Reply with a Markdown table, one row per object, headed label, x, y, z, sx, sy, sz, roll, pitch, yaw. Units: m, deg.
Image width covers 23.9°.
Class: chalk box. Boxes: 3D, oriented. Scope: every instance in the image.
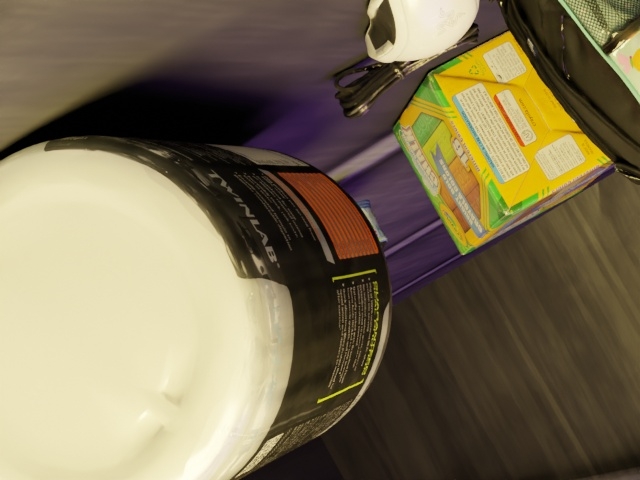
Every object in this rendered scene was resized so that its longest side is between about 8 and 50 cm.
| label | x | y | z | sx | sy | sz | roll | pitch | yaw |
| --- | --- | --- | --- | --- | --- | --- | --- | --- | --- |
| chalk box | 0.153 | -0.081 | 1.276 | 0.132 | 0.132 | 0.213 | -28 | 172 | -13 |

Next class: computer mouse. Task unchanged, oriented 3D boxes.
| label | x | y | z | sx | sy | sz | roll | pitch | yaw |
| --- | --- | --- | --- | --- | --- | --- | --- | --- | --- |
| computer mouse | 0.061 | -0.127 | 0.934 | 0.106 | 0.042 | 0.193 | -28 | 173 | -5 |

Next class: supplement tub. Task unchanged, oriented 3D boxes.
| label | x | y | z | sx | sy | sz | roll | pitch | yaw |
| --- | --- | --- | --- | --- | --- | --- | --- | --- | --- |
| supplement tub | -0.077 | 0.043 | 0.916 | 0.207 | 0.207 | 0.338 | -31 | 172 | 15 |

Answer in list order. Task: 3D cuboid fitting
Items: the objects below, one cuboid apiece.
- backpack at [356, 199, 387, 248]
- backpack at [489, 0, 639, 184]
| label | x | y | z | sx | sy | sz | roll | pitch | yaw |
| --- | --- | --- | --- | --- | --- | --- | --- | --- | --- |
| backpack | 0.000 | 0.000 | 1.439 | 0.114 | 0.084 | 0.105 | -22 | 172 | -17 |
| backpack | 0.208 | -0.124 | 0.943 | 0.144 | 0.188 | 0.166 | -29 | 173 | 0 |
